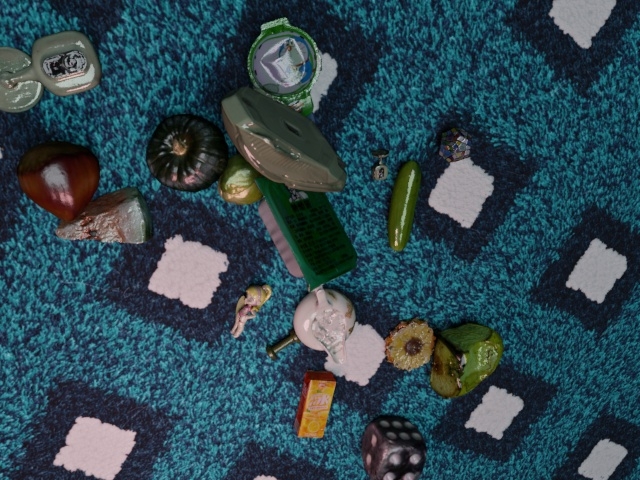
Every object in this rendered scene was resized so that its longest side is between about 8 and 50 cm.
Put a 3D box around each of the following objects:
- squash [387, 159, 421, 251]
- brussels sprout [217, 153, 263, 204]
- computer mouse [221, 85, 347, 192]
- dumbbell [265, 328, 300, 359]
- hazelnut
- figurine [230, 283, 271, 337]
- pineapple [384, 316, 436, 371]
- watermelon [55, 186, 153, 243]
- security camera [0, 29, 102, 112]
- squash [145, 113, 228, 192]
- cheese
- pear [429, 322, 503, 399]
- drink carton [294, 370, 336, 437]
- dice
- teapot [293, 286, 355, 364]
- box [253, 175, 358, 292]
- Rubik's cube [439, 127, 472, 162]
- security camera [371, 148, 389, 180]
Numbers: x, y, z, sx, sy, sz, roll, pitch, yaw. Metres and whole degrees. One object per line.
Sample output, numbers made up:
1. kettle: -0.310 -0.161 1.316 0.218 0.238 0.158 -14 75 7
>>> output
1. squash: 0.259 -0.109 1.652 0.082 0.082 0.293 2 109 -16
2. brussels sprout: -0.213 -0.172 1.482 0.155 0.118 0.155 -7 131 -9
3. computer mouse: -0.105 -0.250 1.416 0.429 0.228 0.145 25 125 -37
4. dumbbell: -0.121 0.338 1.713 0.118 0.052 0.046 -32 137 -3
5. hazelnut: -0.657 -0.147 1.336 0.208 0.208 0.208 -5 109 -14
6. figurine: -0.221 0.215 1.638 0.083 0.083 0.187 27 93 -22
7. pineapple: 0.324 0.366 1.848 0.221 0.047 0.221 -5 108 -15
8. watermelon: -0.595 -0.055 1.443 0.241 0.094 0.154 -11 103 -9
9. security camera: -0.697 -0.414 1.295 0.301 0.080 0.157 -18 112 -6
10. squash: -0.353 -0.230 1.394 0.218 0.172 0.218 -1 111 -1
11. cheese: -0.085 -0.439 1.447 0.203 0.083 0.321 -19 123 -5
12. pear: 0.526 0.426 1.849 0.255 0.164 0.238 -11 117 -28
13. drink carton: -0.019 0.561 1.805 0.096 0.071 0.223 7 105 -17
14. dice: 0.260 0.755 1.886 0.182 0.181 0.183 8 105 -20
15. teapot: 0.013 0.247 1.673 0.204 0.139 0.298 -24 113 -5
16. box: -0.056 -0.028 1.490 0.106 0.264 0.337 -32 83 36
17. Rubik's cube: 0.416 -0.294 1.627 0.111 0.111 0.093 21 129 -21
18. security camera: 0.185 -0.228 1.613 0.058 0.058 0.092 -14 119 -11
